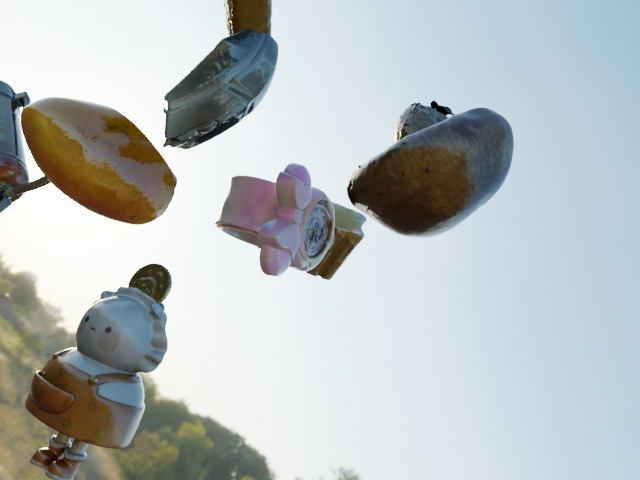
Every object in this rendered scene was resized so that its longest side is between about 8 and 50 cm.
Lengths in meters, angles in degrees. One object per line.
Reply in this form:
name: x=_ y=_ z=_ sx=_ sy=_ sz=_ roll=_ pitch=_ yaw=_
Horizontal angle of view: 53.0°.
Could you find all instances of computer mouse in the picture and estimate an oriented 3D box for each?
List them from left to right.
computer mouse: x=-0.139 y=-0.211 z=0.940 sx=0.071 sy=0.231 sz=0.126 roll=41 pitch=-13 yaw=15

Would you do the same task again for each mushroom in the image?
mushroom: x=0.187 y=-0.120 z=1.050 sx=0.195 sy=0.283 sz=0.263 roll=46 pitch=-45 yaw=-12

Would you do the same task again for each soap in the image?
soap: x=0.000 y=0.000 z=1.784 sx=0.174 sy=0.089 sz=0.274 roll=21 pitch=-33 yaw=-9

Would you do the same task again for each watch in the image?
watch: x=-0.106 y=-0.037 z=1.245 sx=0.218 sy=0.210 sz=0.248 roll=13 pitch=-10 yaw=27

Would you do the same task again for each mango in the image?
mango: x=-0.332 y=-0.123 z=0.972 sx=0.252 sy=0.153 sz=0.126 roll=38 pitch=-23 yaw=-29

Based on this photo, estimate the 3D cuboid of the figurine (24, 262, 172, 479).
figurine: x=-0.258 y=0.156 z=0.786 sx=0.143 sy=0.271 sz=0.143 roll=28 pitch=-24 yaw=13

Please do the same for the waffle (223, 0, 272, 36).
waffle: x=-0.125 y=-0.459 z=1.007 sx=0.348 sy=0.078 sz=0.304 roll=100 pitch=-19 yaw=-58

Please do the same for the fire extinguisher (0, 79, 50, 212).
fire extinguisher: x=-0.616 y=-0.190 z=1.257 sx=0.113 sy=0.200 sz=0.376 roll=44 pitch=16 yaw=-51
